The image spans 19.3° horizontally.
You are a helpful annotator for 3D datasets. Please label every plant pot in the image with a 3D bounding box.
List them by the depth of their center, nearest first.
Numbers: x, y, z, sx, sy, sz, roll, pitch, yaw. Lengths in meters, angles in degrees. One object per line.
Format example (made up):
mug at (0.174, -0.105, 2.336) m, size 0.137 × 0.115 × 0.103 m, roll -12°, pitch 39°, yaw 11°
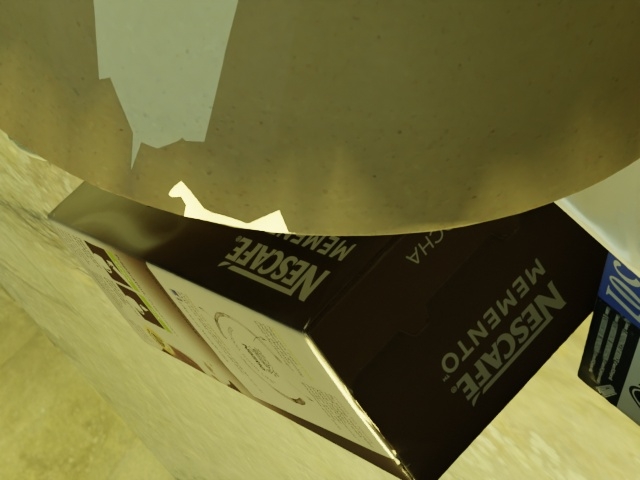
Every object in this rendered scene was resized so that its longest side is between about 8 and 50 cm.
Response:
plant pot at (0.006, -0.187, 0.479) m, size 0.256 × 0.256 × 0.274 m, roll 37°, pitch 146°, yaw 28°

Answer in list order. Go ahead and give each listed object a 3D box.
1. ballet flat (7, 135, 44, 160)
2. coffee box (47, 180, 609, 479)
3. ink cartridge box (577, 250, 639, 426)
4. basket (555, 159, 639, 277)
ballet flat at (-0.117, -0.128, 0.979) m, size 0.483 × 0.164 × 0.182 m, roll -174°, pitch 80°, yaw -69°
coffee box at (0.000, 0.000, 1.024) m, size 0.297 × 0.168 × 0.119 m, roll 21°, pitch 151°, yaw 56°
ink cartridge box at (0.181, 0.044, 0.898) m, size 0.097 × 0.046 × 0.207 m, roll 39°, pitch 163°, yaw 17°
basket at (0.112, -0.076, 0.674) m, size 0.167 × 0.103 × 0.113 m, roll 43°, pitch 164°, yaw 13°
